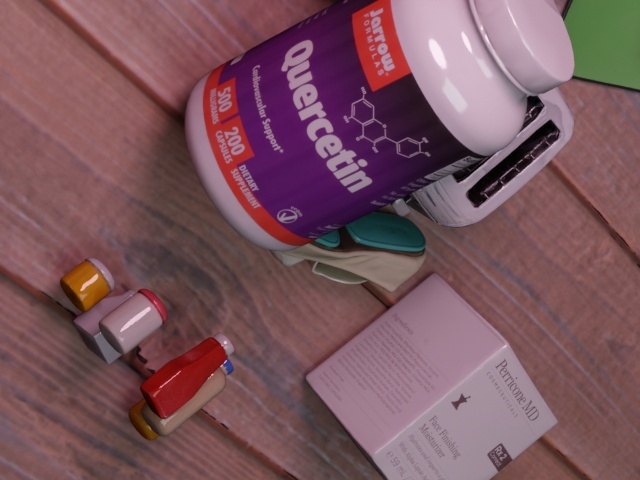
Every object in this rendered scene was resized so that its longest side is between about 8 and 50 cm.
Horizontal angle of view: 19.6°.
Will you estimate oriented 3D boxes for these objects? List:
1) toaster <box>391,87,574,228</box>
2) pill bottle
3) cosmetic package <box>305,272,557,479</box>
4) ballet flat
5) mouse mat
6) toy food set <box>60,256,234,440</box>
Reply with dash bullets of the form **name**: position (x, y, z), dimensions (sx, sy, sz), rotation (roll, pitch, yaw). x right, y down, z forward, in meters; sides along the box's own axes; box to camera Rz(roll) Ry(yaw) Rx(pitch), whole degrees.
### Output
- **toaster**: position (0.142, -0.118, 1.785), dimensions (0.227, 0.146, 0.129), rotation (-40, 132, -3)
- **pill bottle**: position (0.051, -0.127, 1.623), dimensions (0.323, 0.181, 0.181), rotation (-26, 137, 27)
- **cosmetic package**: position (0.117, 0.167, 1.946), dimensions (0.184, 0.151, 0.151), rotation (-39, 132, -4)
- **ballet flat**: position (0.000, 0.000, 1.826), dimensions (0.248, 0.086, 0.086), rotation (19, 108, -38)
- **mouse mat**: position (0.326, -0.228, 1.916), dimensions (0.190, 0.007, 0.152), rotation (7, 115, -35)
- **toy food set**: position (-0.152, 0.097, 1.775), dimensions (0.104, 0.111, 0.232), rotation (-39, 131, -20)
